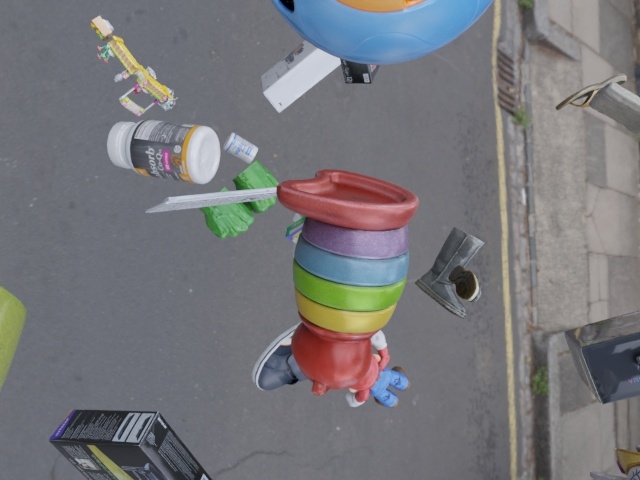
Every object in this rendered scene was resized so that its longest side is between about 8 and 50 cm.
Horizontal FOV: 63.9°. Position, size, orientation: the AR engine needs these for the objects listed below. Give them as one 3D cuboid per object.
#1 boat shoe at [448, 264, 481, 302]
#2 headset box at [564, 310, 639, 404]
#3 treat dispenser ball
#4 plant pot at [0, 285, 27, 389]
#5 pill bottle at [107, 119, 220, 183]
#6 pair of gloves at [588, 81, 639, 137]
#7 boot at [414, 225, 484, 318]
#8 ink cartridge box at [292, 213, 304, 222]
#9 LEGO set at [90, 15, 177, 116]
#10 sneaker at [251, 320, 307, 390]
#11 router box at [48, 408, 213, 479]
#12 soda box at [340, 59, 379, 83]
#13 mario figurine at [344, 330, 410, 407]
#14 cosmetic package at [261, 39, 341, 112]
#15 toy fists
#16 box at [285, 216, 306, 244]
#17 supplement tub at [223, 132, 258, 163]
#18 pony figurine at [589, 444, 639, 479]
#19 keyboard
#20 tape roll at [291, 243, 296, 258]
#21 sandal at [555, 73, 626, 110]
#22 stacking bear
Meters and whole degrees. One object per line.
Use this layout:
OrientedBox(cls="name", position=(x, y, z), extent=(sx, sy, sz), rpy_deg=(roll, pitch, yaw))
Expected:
OrientedBox(cls="boat shoe", position=(0.309, 0.092, 1.062), extent=(0.049, 0.152, 0.056), rpy_deg=(34, 105, -8))
OrientedBox(cls="headset box", position=(0.716, 0.253, 1.164), extent=(0.283, 0.246, 0.131), rpy_deg=(5, 66, -71))
OrientedBox(cls="treat dispenser ball", position=(0.067, -0.337, 0.542), extent=(0.288, 0.288, 0.288), rpy_deg=(4, 84, -45))
OrientedBox(cls="plant pot", position=(-0.585, 0.194, 0.750), extent=(0.275, 0.275, 0.293), rpy_deg=(50, 46, -30))
OrientedBox(cls="pill bottle", position=(-0.436, -0.252, 1.434), extent=(0.162, 0.278, 0.162), rpy_deg=(9, 90, -75))
OrientedBox(cls="pair of gloves", position=(0.425, -0.126, 0.567), extent=(0.204, 0.240, 0.042), rpy_deg=(28, 96, 2))
OrientedBox(cls="boot", position=(0.385, 0.087, 1.428), extent=(0.208, 0.189, 0.076), rpy_deg=(-48, 150, 0))
OrientedBox(cls="ink cartridge box", position=(-0.024, -0.099, 1.626), extent=(0.088, 0.122, 0.052), rpy_deg=(-19, 62, -42))
OrientedBox(cls="LEGO set", position=(-0.507, -0.430, 1.345), extent=(0.287, 0.107, 0.132), rpy_deg=(46, 13, -44))
OrientedBox(cls="sneaker", position=(-0.023, 0.276, 1.284), extent=(0.321, 0.127, 0.126), rpy_deg=(-41, 134, -8))
OrientedBox(cls="router box", position=(-0.389, 0.491, 1.106), extent=(0.081, 0.243, 0.309), rpy_deg=(-68, 145, -49))
OrientedBox(cls="soda box", position=(0.059, -0.357, 0.884), extent=(0.169, 0.053, 0.060), rpy_deg=(70, 36, -50))
OrientedBox(cls="mario figurine", position=(0.137, 0.381, 1.524), extent=(0.320, 0.170, 0.198), rpy_deg=(44, 45, -45))
OrientedBox(cls="cosmetic package", position=(-0.032, -0.621, 1.768), extent=(0.097, 0.377, 0.284), rpy_deg=(48, 12, -28))
OrientedBox(cls="toy fists", position=(-0.237, -0.117, 1.565), extent=(0.142, 0.096, 0.279), rpy_deg=(50, 57, -11))
OrientedBox(cls="box", position=(0.000, 0.000, 1.474), extent=(0.179, 0.105, 0.043), rpy_deg=(30, 48, -29))
OrientedBox(cls="supplement tub", position=(-0.284, -0.327, 1.822), extent=(0.107, 0.071, 0.071), rpy_deg=(28, 66, -19))
OrientedBox(cls="pony figurine", position=(0.457, 0.309, 0.515), extent=(0.303, 0.351, 0.363), rpy_deg=(52, 32, -6))
OrientedBox(cls="keyboard", position=(-0.169, -0.070, 0.885), extent=(0.256, 0.072, 0.014), rpy_deg=(-11, 83, -45))
OrientedBox(cls="tape roll", position=(0.050, 0.033, 1.772), extent=(0.286, 0.100, 0.286), rpy_deg=(0, 90, -24))
OrientedBox(cls="sandal", position=(0.701, -0.373, 1.321), extent=(0.072, 0.180, 0.049), rpy_deg=(7, 63, -82))
OrientedBox(cls="stacking bear", position=(0.029, 0.068, 0.698), extent=(0.175, 0.164, 0.289), rpy_deg=(-30, 132, -60))
